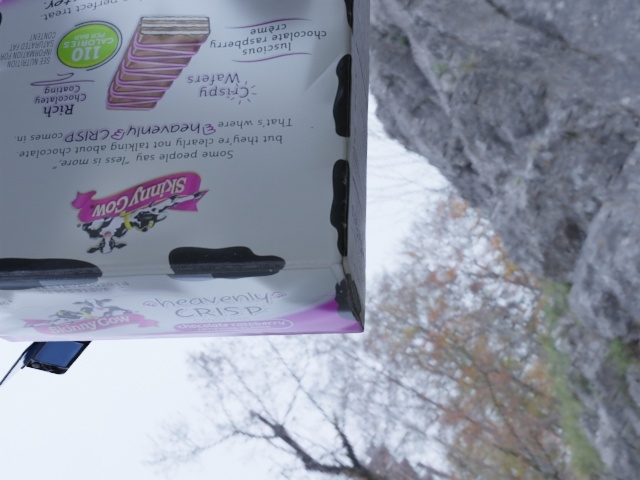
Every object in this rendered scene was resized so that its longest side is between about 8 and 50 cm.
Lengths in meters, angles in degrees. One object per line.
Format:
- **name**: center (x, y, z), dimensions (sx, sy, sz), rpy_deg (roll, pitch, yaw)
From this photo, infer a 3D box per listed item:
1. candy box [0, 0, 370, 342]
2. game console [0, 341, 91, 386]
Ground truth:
- **candy box**: center (-0.059, -0.075, 0.394), dimensions (0.071, 0.159, 0.233), rpy_deg (70, -160, -61)
- **game console**: center (-0.410, 0.181, 1.331), dimensions (0.107, 0.071, 0.122), rpy_deg (22, -49, -31)
